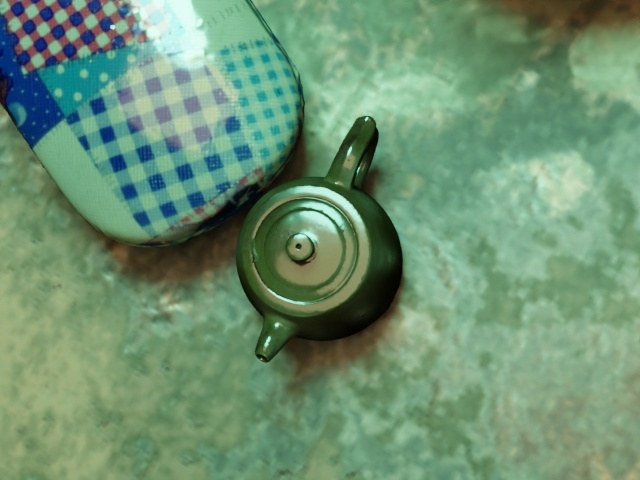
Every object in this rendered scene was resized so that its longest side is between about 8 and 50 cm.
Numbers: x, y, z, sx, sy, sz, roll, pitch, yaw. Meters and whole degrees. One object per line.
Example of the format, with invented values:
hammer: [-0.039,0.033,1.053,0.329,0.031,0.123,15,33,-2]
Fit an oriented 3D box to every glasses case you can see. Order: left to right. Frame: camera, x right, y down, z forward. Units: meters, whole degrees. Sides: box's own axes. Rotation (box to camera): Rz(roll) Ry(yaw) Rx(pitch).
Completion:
glasses case: [-0.129,-0.146,0.735,0.125,0.076,0.327,-35,78,7]

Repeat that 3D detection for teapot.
teapot: [0.000,0.000,0.698,0.076,0.068,0.121,24,88,12]
